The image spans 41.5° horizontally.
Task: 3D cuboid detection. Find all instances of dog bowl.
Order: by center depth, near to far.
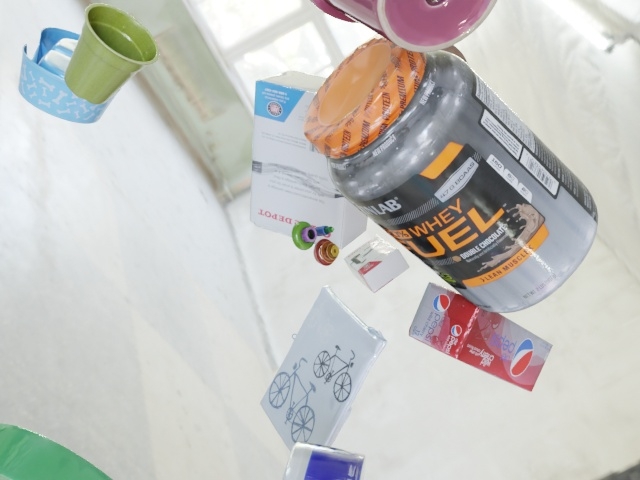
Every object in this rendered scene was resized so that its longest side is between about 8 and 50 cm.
[{"bbox_3d":[-0.006,0.426,1.198,0.265,0.104,0.264,8,90,-83],"label":"dog bowl"},{"bbox_3d":[-0.424,-0.283,1.453,0.166,0.074,0.297,23,21,-15],"label":"dog bowl"}]

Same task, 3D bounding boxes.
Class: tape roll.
[{"bbox_3d":[-0.400,0.405,1.274,0.321,0.321,0.077,60,45,-29],"label":"tape roll"}]

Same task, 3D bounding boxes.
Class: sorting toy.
[{"bbox_3d":[0.000,0.000,1.468,0.102,0.042,0.061,40,58,-31],"label":"sorting toy"}]

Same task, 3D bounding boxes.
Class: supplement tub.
[{"bbox_3d":[0.154,-0.080,1.005,0.338,0.207,0.207,38,14,-25],"label":"supplement tub"}]

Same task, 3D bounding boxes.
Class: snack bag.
[{"bbox_3d":[-0.001,0.291,1.825,0.037,0.342,0.323,23,8,-28],"label":"snack bag"}]

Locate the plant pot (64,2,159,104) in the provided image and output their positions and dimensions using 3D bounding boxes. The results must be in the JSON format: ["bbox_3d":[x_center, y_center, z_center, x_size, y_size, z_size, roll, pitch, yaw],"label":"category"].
[{"bbox_3d":[-0.221,-0.184,0.861,0.083,0.079,0.083,31,34,-24],"label":"plant pot"}]

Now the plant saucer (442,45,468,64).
[{"bbox_3d":[0.235,-0.350,1.812,0.168,0.169,0.029,61,29,-18],"label":"plant saucer"}]

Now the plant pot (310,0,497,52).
[{"bbox_3d":[0.079,-0.282,0.816,0.201,0.201,0.180,58,2,-48],"label":"plant pot"}]

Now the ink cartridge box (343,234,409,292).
[{"bbox_3d":[0.121,0.049,1.855,0.056,0.099,0.135,56,-6,-21],"label":"ink cartridge box"}]

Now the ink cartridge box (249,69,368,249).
[{"bbox_3d":[-0.014,-0.164,1.698,0.129,0.223,0.307,-34,136,-53],"label":"ink cartridge box"}]

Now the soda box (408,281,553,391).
[{"bbox_3d":[0.235,0.144,1.212,0.092,0.083,0.263,23,-3,40],"label":"soda box"}]
